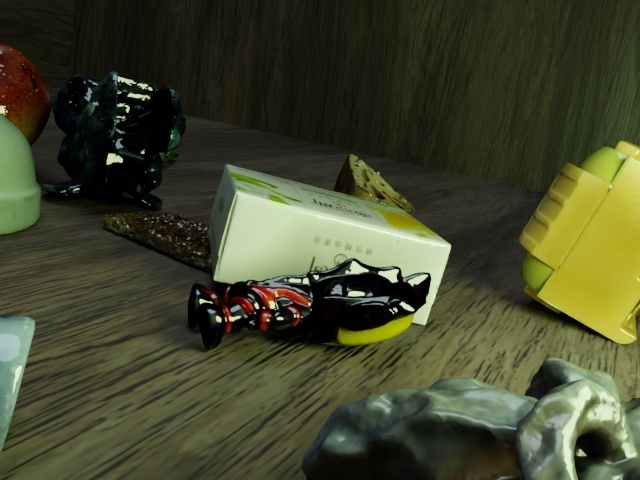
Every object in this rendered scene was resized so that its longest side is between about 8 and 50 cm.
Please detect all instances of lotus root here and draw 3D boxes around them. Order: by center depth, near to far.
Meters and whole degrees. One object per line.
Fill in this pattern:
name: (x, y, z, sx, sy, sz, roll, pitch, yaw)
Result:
lotus root: (0.068, -0.051, 1.146, 0.159, 0.135, 0.095, 33, 24, 29)

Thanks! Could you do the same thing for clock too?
clock: (0.419, -0.006, 1.005, 0.200, 0.244, 0.317, 37, 17, 20)

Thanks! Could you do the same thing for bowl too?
bowl: (-0.518, -0.113, 0.902, 0.307, 0.163, 0.307, 11, 9, -2)

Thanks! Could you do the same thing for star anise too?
star anise: (0.167, 0.139, 0.361, 0.359, 0.139, 0.316, 12, 19, 7)

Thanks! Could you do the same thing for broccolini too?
broccolini: (-0.382, -0.199, 1.657, 0.091, 0.068, 0.202, 25, -1, 9)

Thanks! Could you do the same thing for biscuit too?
biscuit: (-0.182, -0.005, 0.969, 0.236, 0.026, 0.131, 18, 16, 35)

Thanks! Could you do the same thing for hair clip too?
hair clip: (-0.337, -0.161, 1.140, 0.194, 0.206, 0.310, 9, 7, -32)

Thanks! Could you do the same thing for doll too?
doll: (-0.002, 0.066, 0.694, 0.248, 0.088, 0.127, -6, 39, -23)

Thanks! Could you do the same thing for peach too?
peach: (-0.581, -0.230, 1.199, 0.230, 0.231, 0.231, 10, 13, -2)

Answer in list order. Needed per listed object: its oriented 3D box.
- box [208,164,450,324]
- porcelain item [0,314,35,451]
box: (0.000, 0.000, 0.858, 0.260, 0.111, 0.194, 15, 12, -16)
porcelain item: (-0.297, 0.059, 0.373, 0.259, 0.141, 0.141, 13, 11, -22)
